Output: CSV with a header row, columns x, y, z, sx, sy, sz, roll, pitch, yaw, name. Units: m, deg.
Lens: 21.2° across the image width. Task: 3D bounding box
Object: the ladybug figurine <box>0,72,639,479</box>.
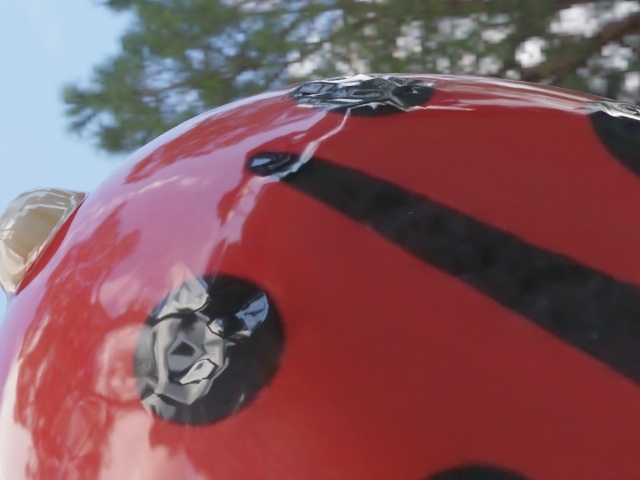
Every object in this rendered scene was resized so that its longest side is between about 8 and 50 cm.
x,y,z,sx,sy,sz,roll,pitch,yaw,name
0.098,0.082,0.518,0.449,0.162,0.305,23,-124,5,ladybug figurine
